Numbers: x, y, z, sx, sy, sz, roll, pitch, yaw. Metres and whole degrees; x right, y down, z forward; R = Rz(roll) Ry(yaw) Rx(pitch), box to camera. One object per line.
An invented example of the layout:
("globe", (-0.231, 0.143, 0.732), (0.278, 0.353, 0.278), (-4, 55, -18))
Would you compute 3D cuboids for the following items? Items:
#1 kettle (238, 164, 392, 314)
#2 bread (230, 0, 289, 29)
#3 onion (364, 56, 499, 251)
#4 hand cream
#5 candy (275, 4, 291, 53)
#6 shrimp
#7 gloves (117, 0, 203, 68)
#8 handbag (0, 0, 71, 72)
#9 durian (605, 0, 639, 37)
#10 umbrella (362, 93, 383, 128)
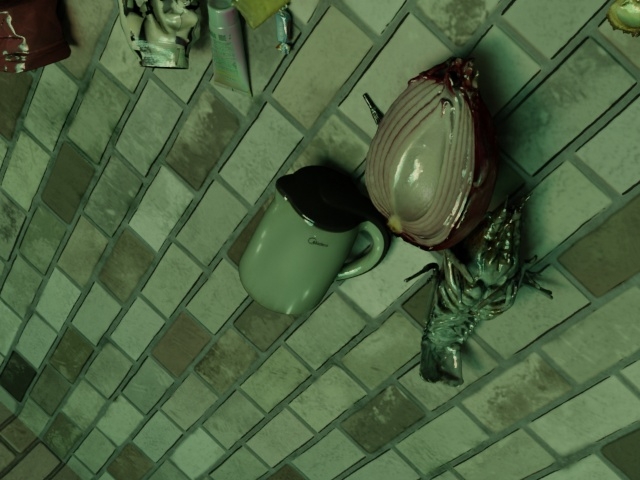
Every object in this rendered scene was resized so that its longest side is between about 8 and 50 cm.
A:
("kettle", (0.000, 0.000, 1.575), (0.221, 0.161, 0.236), (17, 136, -11))
("bread", (-0.113, -0.465, 1.282), (0.263, 0.198, 0.236), (54, 178, -32))
("onion", (0.182, -0.129, 1.324), (0.227, 0.120, 0.283), (51, 133, 38))
("hand cream", (-0.150, -0.307, 1.518), (0.076, 0.047, 0.174), (23, 142, 22))
("candy", (-0.058, -0.323, 1.444), (0.030, 0.020, 0.083), (16, 130, 26))
("shrimp", (0.231, 0.085, 1.456), (0.222, 0.166, 0.410), (8, 150, -8))
("gloves", (-0.253, -0.381, 1.498), (0.128, 0.111, 0.212), (8, 98, 40))
("handbag", (-0.563, -0.373, 1.709), (0.225, 0.146, 0.135), (9, 122, 34))
("durian", (0.405, -0.269, 1.124), (0.130, 0.052, 0.066), (-5, 80, 37))
("umbrella", (0.133, -0.108, 1.463), (0.269, 0.044, 0.044), (58, 174, -5))
